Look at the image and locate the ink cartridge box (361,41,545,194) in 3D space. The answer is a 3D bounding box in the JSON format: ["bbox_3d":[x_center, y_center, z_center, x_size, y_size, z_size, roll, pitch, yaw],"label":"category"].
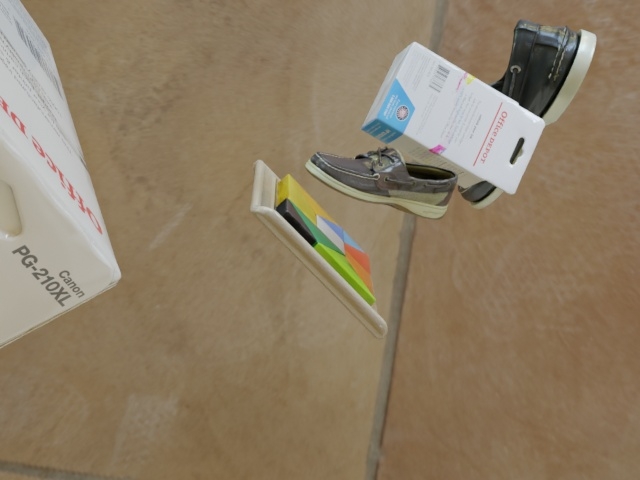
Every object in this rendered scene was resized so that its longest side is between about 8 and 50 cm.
[{"bbox_3d":[0.152,-0.131,1.191,0.181,0.061,0.104,29,77,-11],"label":"ink cartridge box"}]

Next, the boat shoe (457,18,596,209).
[{"bbox_3d":[0.231,-0.163,1.364,0.113,0.340,0.127,22,62,-4],"label":"boat shoe"}]

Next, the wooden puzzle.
[{"bbox_3d":[0.000,0.000,1.303,0.044,0.239,0.221,-42,106,8],"label":"wooden puzzle"}]

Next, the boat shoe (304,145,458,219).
[{"bbox_3d":[0.056,-0.060,0.923,0.152,0.056,0.049,12,113,-36],"label":"boat shoe"}]

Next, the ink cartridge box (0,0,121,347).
[{"bbox_3d":[-0.204,-0.080,0.535,0.100,0.237,0.172,-29,135,1],"label":"ink cartridge box"}]
